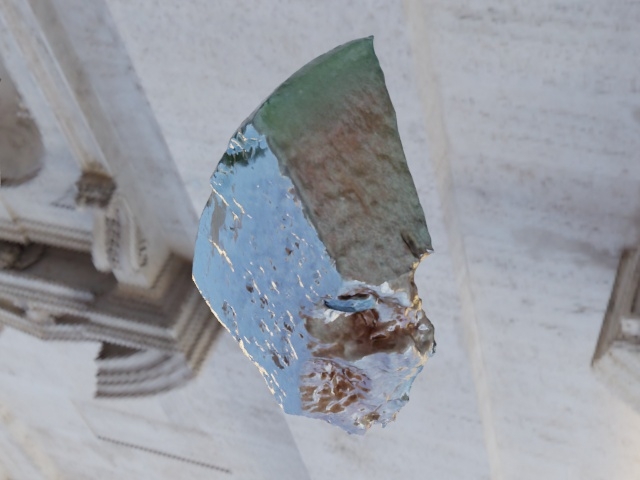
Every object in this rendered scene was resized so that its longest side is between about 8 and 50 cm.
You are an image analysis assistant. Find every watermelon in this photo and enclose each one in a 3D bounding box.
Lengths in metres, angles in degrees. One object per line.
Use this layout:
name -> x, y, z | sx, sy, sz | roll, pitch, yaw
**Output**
watermelon -> -0.015, -0.004, 0.966 | 0.151, 0.264, 0.302 | -6, -121, -24
